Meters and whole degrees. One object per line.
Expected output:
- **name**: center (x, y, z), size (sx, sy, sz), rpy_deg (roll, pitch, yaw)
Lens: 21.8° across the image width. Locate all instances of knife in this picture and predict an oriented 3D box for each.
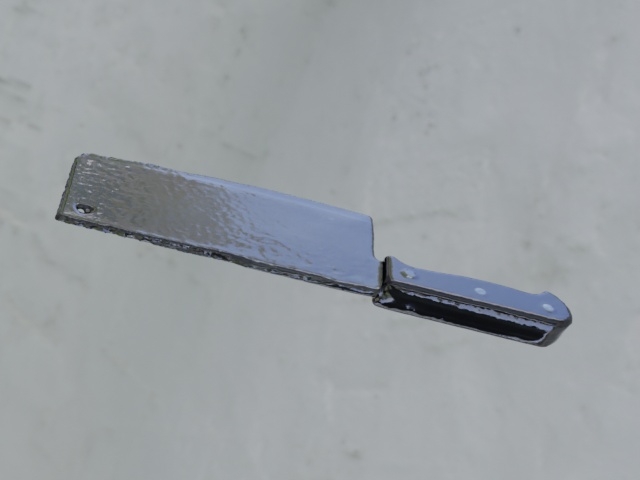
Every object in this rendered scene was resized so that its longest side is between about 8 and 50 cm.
- **knife**: center (0.000, 0.000, 0.788), size (0.072, 0.245, 0.019), rpy_deg (-84, -170, -57)
